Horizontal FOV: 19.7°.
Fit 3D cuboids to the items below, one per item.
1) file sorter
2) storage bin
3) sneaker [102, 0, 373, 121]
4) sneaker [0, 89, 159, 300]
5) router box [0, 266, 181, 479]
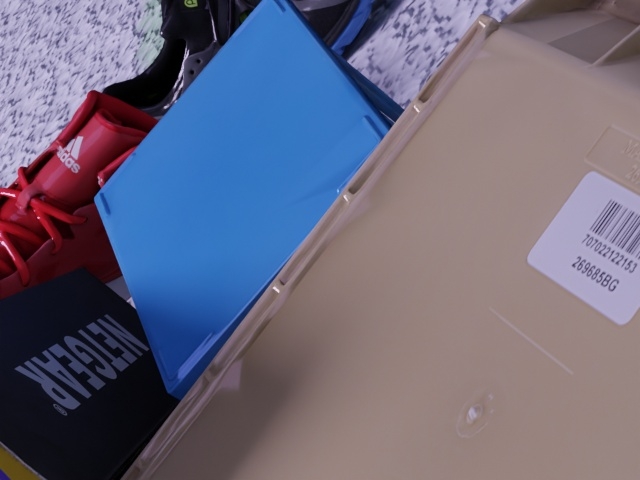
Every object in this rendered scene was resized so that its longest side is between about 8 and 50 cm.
[{"bbox_3d":[0.000,0.000,0.717,0.118,0.104,0.170,-49,28,9],"label":"file sorter"},{"bbox_3d":[0.079,0.074,0.495,0.260,0.123,0.262,-52,27,2],"label":"storage bin"},{"bbox_3d":[-0.038,-0.109,0.927,0.188,0.078,0.067,-43,30,18],"label":"sneaker"},{"bbox_3d":[-0.148,-0.007,0.846,0.221,0.087,0.128,-35,-21,-50],"label":"sneaker"},{"bbox_3d":[-0.164,0.137,0.697,0.243,0.081,0.309,-51,-1,5],"label":"router box"}]
